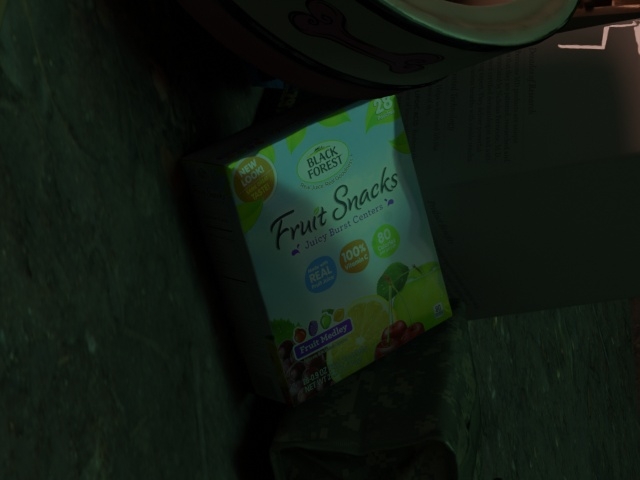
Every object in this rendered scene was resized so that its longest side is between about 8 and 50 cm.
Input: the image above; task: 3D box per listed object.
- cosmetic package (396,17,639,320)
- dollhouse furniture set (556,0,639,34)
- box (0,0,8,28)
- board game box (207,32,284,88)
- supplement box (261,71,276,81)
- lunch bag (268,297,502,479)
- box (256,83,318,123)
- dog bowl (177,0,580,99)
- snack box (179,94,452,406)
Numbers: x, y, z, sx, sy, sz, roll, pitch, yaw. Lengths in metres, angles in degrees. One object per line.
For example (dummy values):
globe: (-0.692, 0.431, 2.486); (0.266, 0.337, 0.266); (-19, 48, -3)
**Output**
cosmetic package: (0.219, -0.059, 1.605); (0.217, 0.385, 0.156); (58, 28, -50)
dollhouse furniture set: (0.173, -0.340, 1.820); (0.394, 0.257, 0.362); (28, 65, -56)
box: (-0.224, -0.185, 0.894); (0.148, 0.121, 0.311); (61, 26, -47)
board game box: (-0.074, -0.187, 1.543); (0.169, 0.033, 0.133); (-17, 93, -78)
supplement box: (-0.029, -0.178, 1.523); (0.043, 0.055, 0.083); (-40, 114, -75)
lunch bag: (0.065, 0.230, 1.547); (0.235, 0.169, 0.287); (-72, 156, -63)
box: (0.006, -0.029, 1.664); (0.183, 0.059, 0.232); (-73, 149, -54)
dog bowl: (0.009, -0.285, 1.407); (0.408, 0.150, 0.408); (25, 48, -31)
snack box: (0.000, 0.000, 1.466); (0.174, 0.070, 0.207); (-28, 112, -31)
